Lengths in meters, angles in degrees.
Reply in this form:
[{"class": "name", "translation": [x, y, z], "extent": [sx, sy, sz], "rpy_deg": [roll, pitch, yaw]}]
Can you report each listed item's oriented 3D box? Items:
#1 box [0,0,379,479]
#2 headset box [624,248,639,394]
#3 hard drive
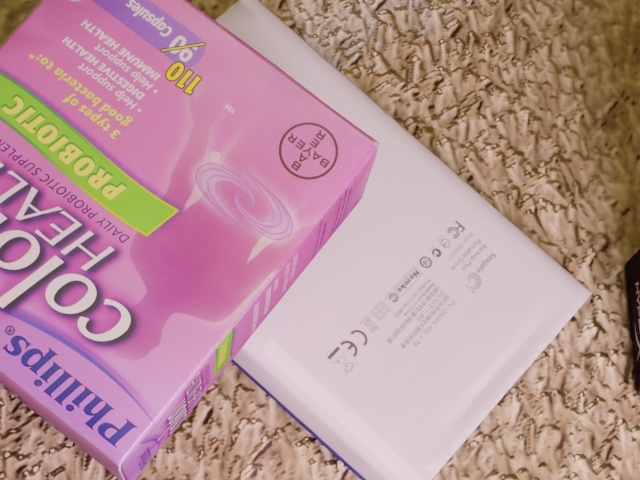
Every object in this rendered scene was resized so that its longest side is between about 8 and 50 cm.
[{"class": "box", "translation": [-0.124, -0.016, 0.995], "extent": [0.213, 0.117, 0.243], "rpy_deg": [38, 77, 6]}, {"class": "headset box", "translation": [0.357, 0.009, 1.065], "extent": [0.218, 0.293, 0.110], "rpy_deg": [8, 61, -14]}, {"class": "hard drive", "translation": [0.000, 0.000, 1.109], "extent": [0.318, 0.040, 0.210], "rpy_deg": [42, 60, 7]}]
